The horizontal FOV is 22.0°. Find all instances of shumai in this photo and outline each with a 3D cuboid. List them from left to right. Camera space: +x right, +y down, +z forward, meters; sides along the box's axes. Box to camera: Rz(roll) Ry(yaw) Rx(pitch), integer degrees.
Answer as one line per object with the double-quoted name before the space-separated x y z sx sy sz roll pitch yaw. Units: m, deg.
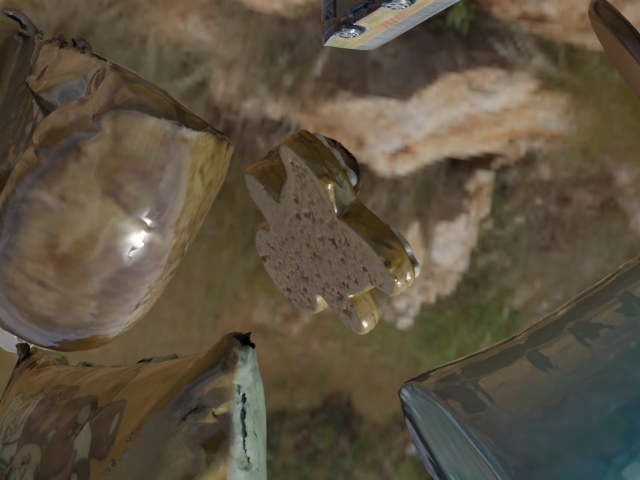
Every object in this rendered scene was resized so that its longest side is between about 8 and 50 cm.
"shumai" -0.008 -0.058 1.939 0.139 0.123 0.105 7 138 57

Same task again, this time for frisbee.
"frisbee" 0.343 -0.140 1.652 0.021 0.251 0.251 -37 140 6

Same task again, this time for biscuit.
"biscuit" 0.001 -0.001 1.263 0.158 0.035 0.240 56 161 3

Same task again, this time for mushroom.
"mushroom" -0.083 -0.020 0.518 0.072 0.094 0.210 35 176 -26

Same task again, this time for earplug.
"earplug" 0.227 0.072 0.948 0.324 0.185 0.185 -33 162 -12

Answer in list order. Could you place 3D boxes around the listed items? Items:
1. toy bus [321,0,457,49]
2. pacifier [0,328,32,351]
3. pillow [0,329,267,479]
"toy bus" 0.088 -0.303 2.003 0.106 0.092 0.268 4 168 -27
"pacifier" -0.349 0.085 1.740 0.099 0.078 0.081 29 128 5
"pillow" -0.121 0.208 0.932 0.119 0.312 0.310 6 173 -33
